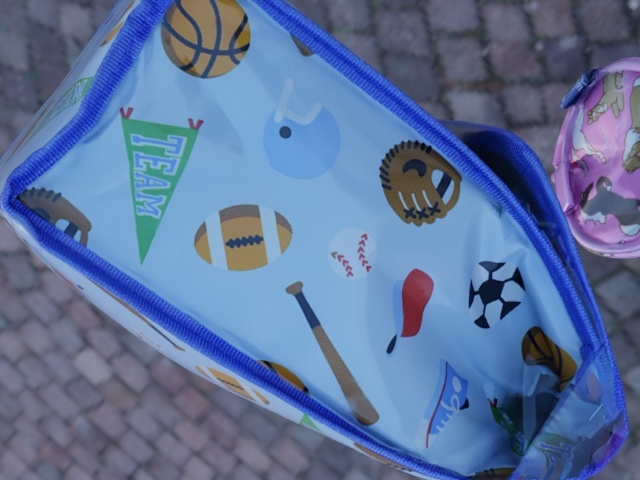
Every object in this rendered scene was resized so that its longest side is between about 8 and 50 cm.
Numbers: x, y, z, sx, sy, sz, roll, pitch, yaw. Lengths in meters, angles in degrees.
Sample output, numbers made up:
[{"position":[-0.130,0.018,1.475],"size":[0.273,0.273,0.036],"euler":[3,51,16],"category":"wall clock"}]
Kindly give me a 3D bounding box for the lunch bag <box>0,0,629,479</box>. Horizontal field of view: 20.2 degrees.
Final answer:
[{"position":[0.000,0.000,1.158],"size":[0.385,0.239,0.328],"euler":[37,177,-11],"category":"lunch bag"}]

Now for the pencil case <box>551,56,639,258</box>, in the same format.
[{"position":[0.358,-0.061,1.489],"size":[0.167,0.386,0.160],"euler":[40,118,39],"category":"pencil case"}]
